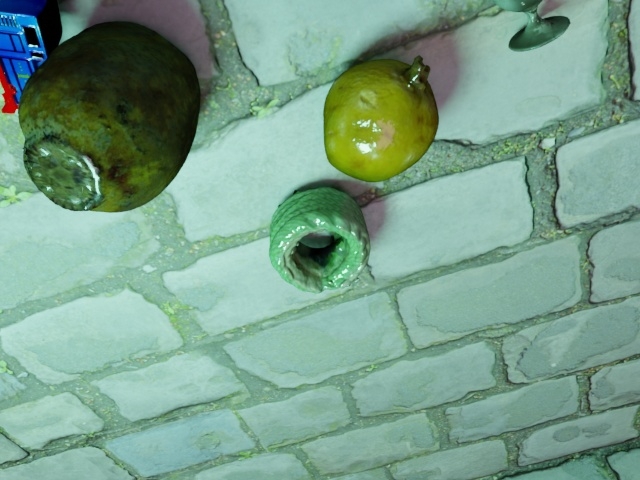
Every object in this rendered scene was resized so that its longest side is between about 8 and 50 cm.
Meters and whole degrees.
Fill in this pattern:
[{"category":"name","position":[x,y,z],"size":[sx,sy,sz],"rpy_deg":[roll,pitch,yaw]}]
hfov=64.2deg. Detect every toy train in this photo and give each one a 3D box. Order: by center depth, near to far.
[{"category":"toy train","position":[-0.477,-0.298,0.808],"size":[0.131,0.082,0.204],"rpy_deg":[3,147,-13]}]

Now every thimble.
[{"category":"thimble","position":[0.000,0.000,1.085],"size":[0.219,0.150,0.218],"rpy_deg":[-3,127,-4]}]

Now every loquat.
[{"category":"loquat","position":[0.111,-0.216,0.880],"size":[0.214,0.213,0.246],"rpy_deg":[17,146,-19]}]

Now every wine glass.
[{"category":"wine glass","position":[0.316,-0.431,0.814],"size":[0.103,0.103,0.231],"rpy_deg":[-26,122,14]}]

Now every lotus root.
[{"category":"lotus root","position":[-0.320,-0.187,0.794],"size":[0.251,0.346,0.250],"rpy_deg":[2,128,3]}]
